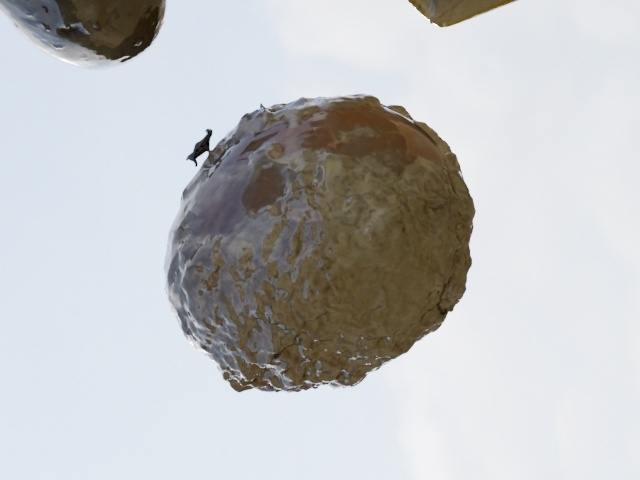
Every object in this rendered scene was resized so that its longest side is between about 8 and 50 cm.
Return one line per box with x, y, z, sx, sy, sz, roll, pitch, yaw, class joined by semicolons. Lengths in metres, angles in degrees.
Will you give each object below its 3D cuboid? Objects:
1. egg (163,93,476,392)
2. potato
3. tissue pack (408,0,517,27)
0.000;0.000;1.859;0.310;0.279;0.279;-39;-33;-8;egg
-0.220;-0.252;1.629;0.262;0.165;0.165;45;-137;-28;potato
0.189;-0.395;1.859;0.382;0.293;0.228;-87;-27;-62;tissue pack
